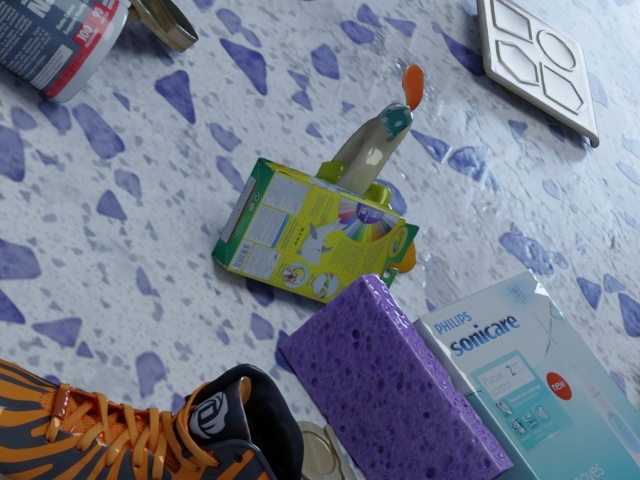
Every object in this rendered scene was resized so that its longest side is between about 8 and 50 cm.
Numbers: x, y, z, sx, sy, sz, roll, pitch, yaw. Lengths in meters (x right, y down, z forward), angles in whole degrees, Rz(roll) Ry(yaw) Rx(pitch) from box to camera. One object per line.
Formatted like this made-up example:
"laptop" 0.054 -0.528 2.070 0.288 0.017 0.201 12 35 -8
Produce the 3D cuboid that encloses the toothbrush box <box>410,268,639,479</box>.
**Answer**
"toothbrush box" 0.191 0.195 1.656 0.295 0.126 0.216 54 34 14

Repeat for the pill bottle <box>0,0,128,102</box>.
"pill bottle" -0.271 -0.213 1.596 0.180 0.108 0.108 34 35 -17

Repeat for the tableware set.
"tableware set" -0.030 0.197 1.505 0.168 0.020 0.141 20 41 -34

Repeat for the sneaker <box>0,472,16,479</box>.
"sneaker" -0.211 0.253 1.210 0.086 0.064 0.192 32 41 -22

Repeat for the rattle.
"rattle" 0.079 -0.060 1.731 0.143 0.199 0.130 47 33 2

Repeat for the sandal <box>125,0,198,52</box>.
"sandal" -0.207 -0.224 1.715 0.088 0.079 0.240 58 11 31

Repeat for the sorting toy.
"sorting toy" 0.265 -0.223 2.265 0.208 0.038 0.193 33 35 -27

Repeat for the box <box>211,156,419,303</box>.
"box" 0.000 0.000 1.666 0.179 0.105 0.043 21 11 -32

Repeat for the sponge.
"sponge" 0.063 0.143 1.575 0.210 0.117 0.031 55 32 13

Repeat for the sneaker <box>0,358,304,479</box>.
"sneaker" -0.135 0.135 1.308 0.321 0.180 0.125 31 36 -22
